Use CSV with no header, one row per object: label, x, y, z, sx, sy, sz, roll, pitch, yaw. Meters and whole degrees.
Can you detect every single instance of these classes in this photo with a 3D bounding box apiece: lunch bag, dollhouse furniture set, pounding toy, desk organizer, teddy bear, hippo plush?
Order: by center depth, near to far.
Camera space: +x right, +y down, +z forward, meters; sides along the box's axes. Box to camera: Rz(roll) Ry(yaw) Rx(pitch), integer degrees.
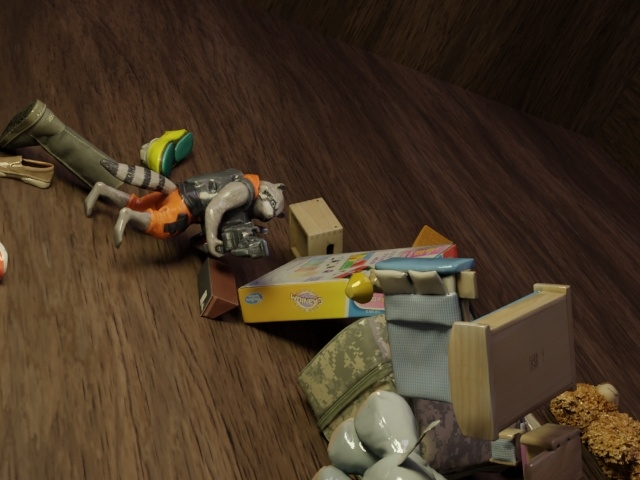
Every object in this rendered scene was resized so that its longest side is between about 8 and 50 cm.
dollhouse furniture set,0.146,0.182,1.385,0.303,0.286,0.198,3,13,42
hippo plush,0.144,0.338,1.414,0.236,0.294,0.234,28,46,-21
lunch bag,0.157,0.257,1.673,0.305,0.212,0.256,0,55,-45
desk organizer,-0.176,0.084,1.841,0.050,0.047,0.130,22,24,-20
teddy bear,0.576,0.379,1.993,0.245,0.113,0.338,16,26,-32
pounding toy,0.000,0.000,2.120,0.100,0.141,0.130,-13,39,-17

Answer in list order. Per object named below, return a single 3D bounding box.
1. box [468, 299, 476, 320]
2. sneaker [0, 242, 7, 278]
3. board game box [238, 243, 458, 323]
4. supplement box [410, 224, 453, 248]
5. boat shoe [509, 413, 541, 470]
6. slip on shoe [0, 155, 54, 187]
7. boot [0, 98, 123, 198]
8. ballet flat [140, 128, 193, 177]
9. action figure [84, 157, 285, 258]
box,0.204,0.133,2.156,0.220,0.051,0.175,23,23,-11
sneaker,-0.522,-0.003,1.621,0.065,0.061,0.158,-1,36,-38
board game box,0.054,0.073,1.864,0.316,0.064,0.242,-5,10,26
supplement box,0.207,0.047,2.173,0.080,0.078,0.233,28,22,2
boat shoe,0.284,0.284,1.876,0.092,0.103,0.285,10,35,-47
slip on shoe,-0.533,-0.132,1.890,0.135,0.041,0.051,19,25,-20
boot,-0.463,-0.153,1.948,0.208,0.076,0.189,35,-26,-27
ballet flat,-0.324,-0.179,2.202,0.077,0.077,0.231,8,20,6
action figure,-0.202,-0.058,1.843,0.330,0.178,0.341,-5,7,-27
